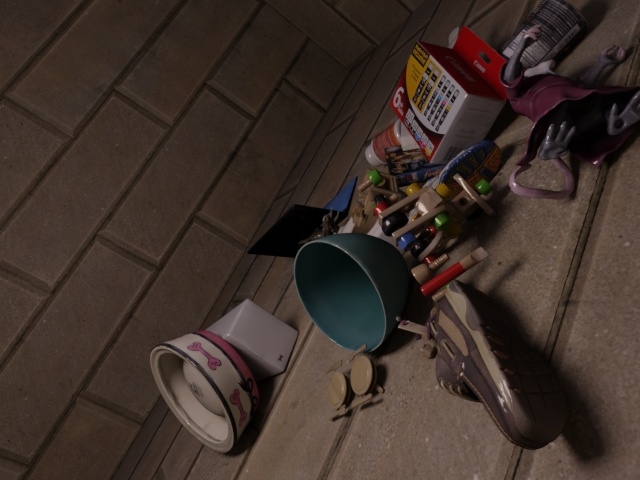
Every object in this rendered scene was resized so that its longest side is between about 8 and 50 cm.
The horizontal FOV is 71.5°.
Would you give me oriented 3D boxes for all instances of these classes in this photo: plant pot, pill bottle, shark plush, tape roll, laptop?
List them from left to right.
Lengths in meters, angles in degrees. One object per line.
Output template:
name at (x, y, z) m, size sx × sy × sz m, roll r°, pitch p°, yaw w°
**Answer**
laptop at (-0.073, -0.113, 1.934) m, size 0.382 × 0.408 × 0.236 m, roll -41°, pitch 54°, yaw 41°
shark plush at (0.082, -0.025, 1.667) m, size 0.067 × 0.073 × 0.161 m, roll 96°, pitch -173°, yaw -54°
plant pot at (0.103, 0.099, 1.094) m, size 0.195 × 0.290 × 0.290 m, roll -29°, pitch -2°, yaw -38°
tape roll at (0.172, -0.028, 1.351) m, size 0.286 × 0.100 × 0.286 m, roll -48°, pitch 19°, yaw 23°
pill bottle at (0.264, -0.357, 1.652) m, size 0.216 × 0.121 × 0.121 m, roll -26°, pitch 35°, yaw 57°
pill bottle at (0.533, -0.478, 1.137) m, size 0.245 × 0.130 × 0.130 m, roll -48°, pitch 19°, yaw 24°

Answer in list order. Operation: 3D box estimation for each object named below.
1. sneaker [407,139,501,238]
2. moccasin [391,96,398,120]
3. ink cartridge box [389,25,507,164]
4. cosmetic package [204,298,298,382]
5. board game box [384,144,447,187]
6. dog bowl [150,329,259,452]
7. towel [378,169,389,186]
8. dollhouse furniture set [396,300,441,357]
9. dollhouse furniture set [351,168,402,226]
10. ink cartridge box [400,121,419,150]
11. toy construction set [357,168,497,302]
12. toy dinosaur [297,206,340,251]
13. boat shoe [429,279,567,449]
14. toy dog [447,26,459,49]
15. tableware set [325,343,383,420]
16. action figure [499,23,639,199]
sneaker at (0.323, -0.146, 1.140) m, size 0.296 × 0.112 × 0.131 m, roll -48°, pitch 19°, yaw 23°
moccasin at (0.334, -0.504, 1.697) m, size 0.117 × 0.137 × 0.342 m, roll -9°, pitch 16°, yaw 6°
ink cartridge box at (0.343, -0.403, 1.203) m, size 0.309 × 0.130 × 0.272 m, roll -110°, pitch 31°, yaw -42°
cosmetic package at (-0.305, 0.401, 1.630) m, size 0.453 × 0.230 × 0.161 m, roll -36°, pitch 23°, yaw 46°
board game box at (0.287, -0.241, 1.360) m, size 0.165 × 0.042 × 0.243 m, roll -11°, pitch 29°, yaw 9°
dog bowl at (-0.370, 0.476, 1.457) m, size 0.150 × 0.408 × 0.408 m, roll -34°, pitch -2°, yaw -43°
towel at (0.230, -0.164, 1.576) m, size 0.102 × 0.021 × 0.237 m, roll -50°, pitch 18°, yaw 36°
dollhouse furniture set at (0.215, 0.169, 0.933) m, size 0.081 × 0.091 × 0.114 m, roll 12°, pitch 33°, yaw 35°
dollhouse furniture set at (0.155, -0.076, 1.220) m, size 0.182 × 0.101 × 0.161 m, roll -83°, pitch 10°, yaw -54°
ink cartridge box at (0.370, -0.368, 1.413) m, size 0.225 × 0.056 × 0.181 m, roll -4°, pitch 40°, yaw 16°
toy construction set at (0.272, -0.041, 0.947) m, size 0.237 × 0.257 × 0.309 m, roll -37°, pitch 35°, yaw 15°
toy dinosaur at (0.000, 0.000, 1.785) m, size 0.160 × 0.121 × 0.313 m, roll -42°, pitch -2°, yaw -21°
boat shoe at (0.260, 0.198, 0.707) m, size 0.130 × 0.132 × 0.355 m, roll -61°, pitch 6°, yaw 20°
toy dog at (0.458, -0.605, 1.527) m, size 0.161 × 0.220 × 0.334 m, roll -26°, pitch 23°, yaw -9°
tableware set at (0.077, 0.338, 1.047) m, size 0.194 × 0.039 × 0.128 m, roll -48°, pitch 35°, yaw 43°
action figure at (0.480, -0.267, 0.900) m, size 0.370 × 0.248 × 0.275 m, roll -91°, pitch 12°, yaw -60°
